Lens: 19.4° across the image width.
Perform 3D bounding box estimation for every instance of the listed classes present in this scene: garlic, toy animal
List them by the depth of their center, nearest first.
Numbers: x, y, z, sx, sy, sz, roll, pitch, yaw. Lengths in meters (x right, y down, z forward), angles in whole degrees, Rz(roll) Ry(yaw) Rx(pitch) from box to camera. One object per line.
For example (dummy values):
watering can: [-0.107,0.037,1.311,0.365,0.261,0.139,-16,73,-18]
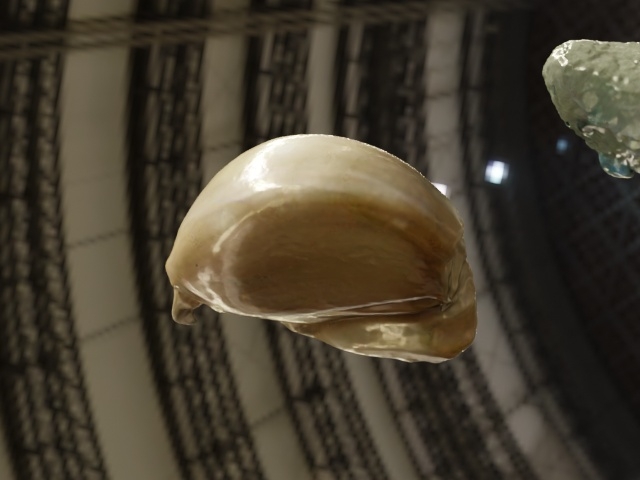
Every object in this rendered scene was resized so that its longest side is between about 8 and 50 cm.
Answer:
toy animal: [0.235,-0.040,1.012,0.070,0.253,0.079,-57,-3,-29]
garlic: [0.000,0.000,1.394,0.217,0.228,0.110,79,-168,-54]
